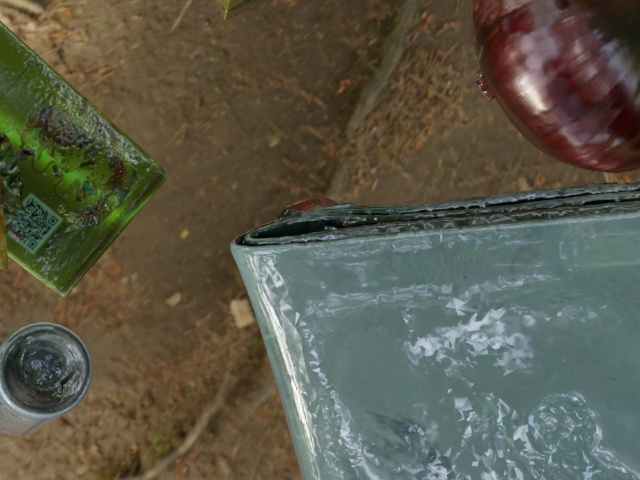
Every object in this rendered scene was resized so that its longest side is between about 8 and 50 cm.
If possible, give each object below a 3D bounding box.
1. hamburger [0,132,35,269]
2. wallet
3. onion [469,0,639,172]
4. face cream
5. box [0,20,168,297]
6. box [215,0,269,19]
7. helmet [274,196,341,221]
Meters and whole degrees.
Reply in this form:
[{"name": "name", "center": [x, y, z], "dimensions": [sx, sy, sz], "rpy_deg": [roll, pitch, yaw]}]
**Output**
[{"name": "hamburger", "center": [-0.348, -0.045, 1.043], "dimensions": [0.190, 0.093, 0.164], "rpy_deg": [5, 113, -23]}, {"name": "wallet", "center": [0.110, 0.094, 0.676], "dimensions": [0.291, 0.054, 0.251], "rpy_deg": [-3, 114, 21]}, {"name": "onion", "center": [0.241, -0.184, 1.216], "dimensions": [0.285, 0.273, 0.273], "rpy_deg": [-25, 104, 42]}, {"name": "face cream", "center": [-0.243, 0.121, 1.003], "dimensions": [0.075, 0.075, 0.229], "rpy_deg": [44, 157, -6]}, {"name": "box", "center": [-0.309, -0.095, 1.186], "dimensions": [0.173, 0.043, 0.311], "rpy_deg": [-51, 128, -6]}, {"name": "box", "center": [-0.028, -0.229, 0.996], "dimensions": [0.121, 0.193, 0.030], "rpy_deg": [-24, 94, -4]}, {"name": "helmet", "center": [0.001, 0.000, 0.870], "dimensions": [0.065, 0.049, 0.084], "rpy_deg": [47, 148, 16]}]
